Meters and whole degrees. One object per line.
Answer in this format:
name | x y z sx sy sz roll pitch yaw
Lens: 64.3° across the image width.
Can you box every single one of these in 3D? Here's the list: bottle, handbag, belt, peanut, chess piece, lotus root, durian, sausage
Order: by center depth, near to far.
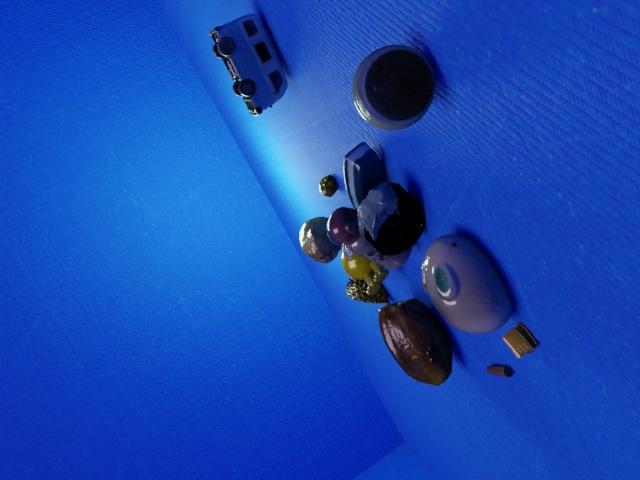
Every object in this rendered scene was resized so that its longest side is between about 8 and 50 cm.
chess piece | 0.119 -0.267 0.962 0.139 0.139 0.271 60 -179 -6
handbag | 0.425 0.214 1.083 0.061 0.027 0.083 56 168 20
belt | 0.164 -0.049 1.208 0.078 0.151 0.198 52 174 41
sausage | 0.452 0.331 1.291 0.026 0.026 0.116 58 170 7
bottle | 0.125 -0.011 1.337 0.233 0.109 0.110 26 -173 -29
lotus root | 0.305 0.307 1.557 0.290 0.193 0.193 62 169 0
peanut | 0.000 -0.006 1.950 0.159 0.174 0.340 20 173 14
durian | 0.173 0.181 1.973 0.139 0.144 0.252 40 172 -22

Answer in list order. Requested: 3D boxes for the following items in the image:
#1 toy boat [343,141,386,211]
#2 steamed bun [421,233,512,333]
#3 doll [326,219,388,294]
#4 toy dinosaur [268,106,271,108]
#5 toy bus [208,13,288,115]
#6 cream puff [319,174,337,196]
toy boat | 0.129 -0.128 1.335 0.062 0.096 0.299 40 164 33
steamed bun | 0.296 0.100 1.082 0.228 0.131 0.177 59 171 -12
doll | 0.124 0.014 1.690 0.199 0.145 0.362 -62 38 31
toy dinosaur | -0.213 -0.582 1.851 0.187 0.087 0.179 45 134 -7
toy bus | -0.206 -0.532 1.541 0.271 0.165 0.133 63 170 -23
cream puff | 0.023 -0.184 1.745 0.083 0.058 0.083 48 163 52
